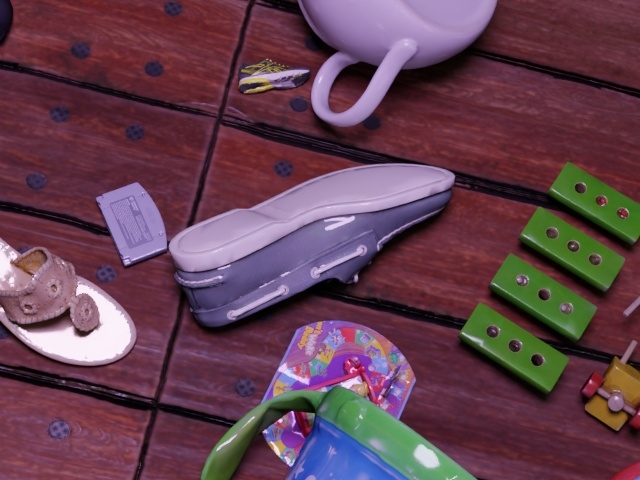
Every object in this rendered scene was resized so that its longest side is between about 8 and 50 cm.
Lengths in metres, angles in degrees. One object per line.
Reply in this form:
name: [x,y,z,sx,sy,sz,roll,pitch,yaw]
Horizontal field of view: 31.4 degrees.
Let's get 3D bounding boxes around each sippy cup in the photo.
sippy cup: [0.037,0.283,0.993,0.240,0.305,0.224,44,78,-28]

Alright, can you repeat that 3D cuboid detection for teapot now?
teapot: [0.060,-0.287,1.255,0.256,0.187,0.252,-36,100,-42]

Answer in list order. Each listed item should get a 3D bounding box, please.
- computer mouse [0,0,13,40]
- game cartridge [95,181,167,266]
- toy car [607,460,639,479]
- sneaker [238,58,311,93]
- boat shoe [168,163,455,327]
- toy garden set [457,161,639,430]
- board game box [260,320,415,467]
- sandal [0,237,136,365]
computer mouse: [-0.444,-0.220,1.187,0.272,0.072,0.188,-36,70,-30]
game cartridge: [-0.194,-0.018,1.192,0.056,0.017,0.083,-22,72,-12]
toy car: [0.263,0.331,1.039,0.238,0.219,0.210,-27,72,13]
sneaker: [-0.053,-0.189,1.274,0.083,0.031,0.035,-9,68,-12]
boat shoe: [0.000,0.000,1.186,0.320,0.116,0.099,-19,114,-22]
toy garden set: [0.287,0.067,1.208,0.204,0.049,0.244,33,66,8]
board game box: [0.018,0.154,1.139,0.133,0.033,0.168,26,66,3]
sandal: [-0.287,0.041,1.105,0.240,0.079,0.088,33,70,-1]
